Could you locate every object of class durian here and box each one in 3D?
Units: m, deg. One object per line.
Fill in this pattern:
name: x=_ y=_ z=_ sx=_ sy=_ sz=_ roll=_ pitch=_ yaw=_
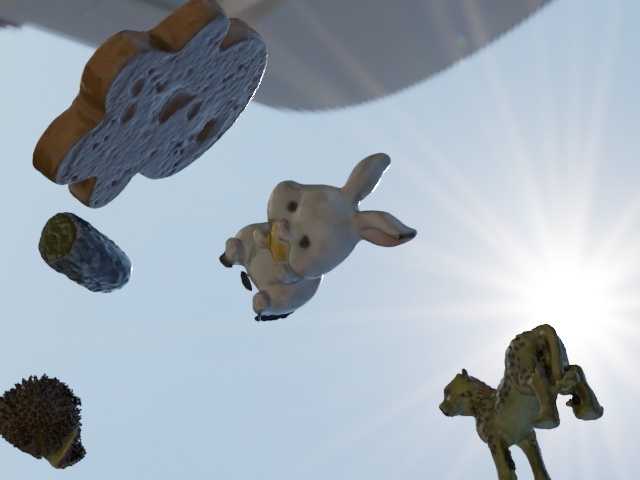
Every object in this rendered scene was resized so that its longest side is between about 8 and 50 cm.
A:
durian: x=-0.285 y=0.178 z=1.632 sx=0.071 sy=0.110 sz=0.140 roll=-57 pitch=-166 yaw=5

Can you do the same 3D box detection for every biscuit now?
biscuit: x=-0.177 y=-0.155 z=1.710 sx=0.052 sy=0.355 sz=0.275 roll=42 pitch=-65 yaw=14

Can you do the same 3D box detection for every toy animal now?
toy animal: x=-0.006 y=0.000 z=1.032 sx=0.124 sy=0.085 sz=0.071 roll=-50 pitch=-134 yaw=47
toy animal: x=0.166 y=0.124 z=1.290 sx=0.181 sy=0.073 sz=0.136 roll=107 pitch=-27 yaw=-44

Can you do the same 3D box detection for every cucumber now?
cucumber: x=-0.239 y=0.015 z=1.612 sx=0.064 sy=0.112 sz=0.064 roll=-11 pitch=-116 yaw=24
